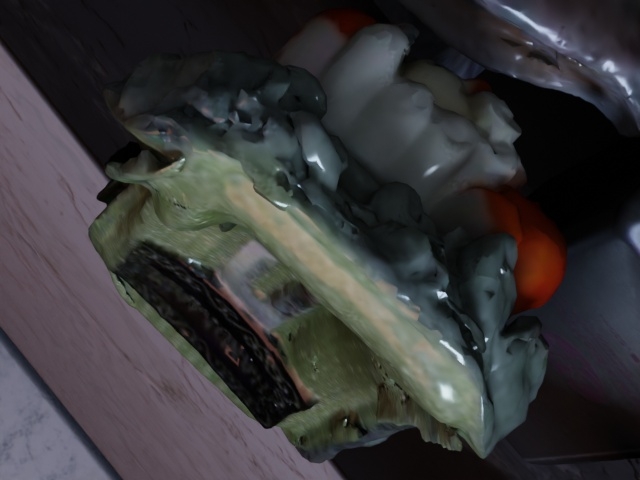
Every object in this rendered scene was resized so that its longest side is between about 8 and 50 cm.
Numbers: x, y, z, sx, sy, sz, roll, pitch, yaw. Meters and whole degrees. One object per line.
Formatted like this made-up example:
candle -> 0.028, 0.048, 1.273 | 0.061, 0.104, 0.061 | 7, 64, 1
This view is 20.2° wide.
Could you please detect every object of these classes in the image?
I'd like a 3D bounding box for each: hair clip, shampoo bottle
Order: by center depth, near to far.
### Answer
hair clip -> 0.001, -0.001, 0.543 | 0.138, 0.091, 0.321 | 42, 170, -4
shampoo bottle -> 0.097, 0.017, 0.557 | 0.080, 0.079, 0.246 | 52, 165, 0

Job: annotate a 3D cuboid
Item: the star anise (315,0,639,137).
star anise -> 0.003, -0.124, 0.448 | 0.223, 0.109, 0.236 | 31, 170, -30
